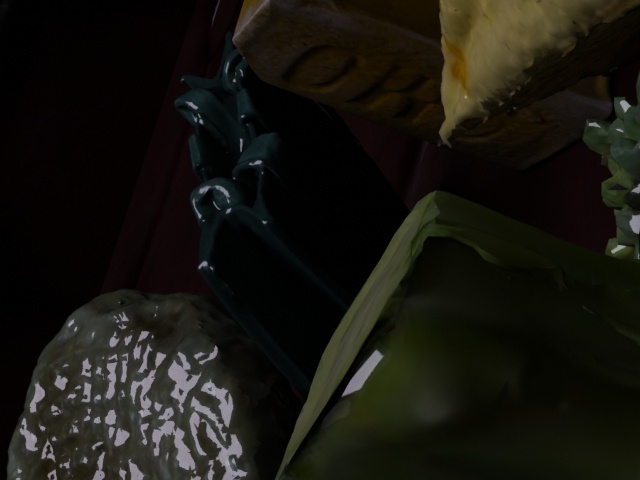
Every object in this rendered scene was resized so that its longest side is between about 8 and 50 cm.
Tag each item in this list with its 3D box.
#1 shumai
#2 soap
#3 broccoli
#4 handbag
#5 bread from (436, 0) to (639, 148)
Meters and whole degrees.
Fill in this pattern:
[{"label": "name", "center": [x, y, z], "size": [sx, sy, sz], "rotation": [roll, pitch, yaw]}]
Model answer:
[{"label": "shumai", "center": [-0.042, 0.200, 1.165], "size": [0.304, 0.263, 0.309], "rotation": [23, 99, 44]}, {"label": "soap", "center": [0.060, -0.123, 1.120], "size": [0.140, 0.232, 0.073], "rotation": [145, 140, -63]}, {"label": "broccoli", "center": [0.156, 0.086, 0.537], "size": [0.338, 0.317, 0.277], "rotation": [-32, 15, 8]}, {"label": "handbag", "center": [0.001, 0.000, 1.185], "size": [0.089, 0.238, 0.326], "rotation": [-36, 25, 12]}, {"label": "bread", "center": [0.198, -0.135, 0.641], "size": [0.242, 0.345, 0.405], "rotation": [37, 145, 30]}]
